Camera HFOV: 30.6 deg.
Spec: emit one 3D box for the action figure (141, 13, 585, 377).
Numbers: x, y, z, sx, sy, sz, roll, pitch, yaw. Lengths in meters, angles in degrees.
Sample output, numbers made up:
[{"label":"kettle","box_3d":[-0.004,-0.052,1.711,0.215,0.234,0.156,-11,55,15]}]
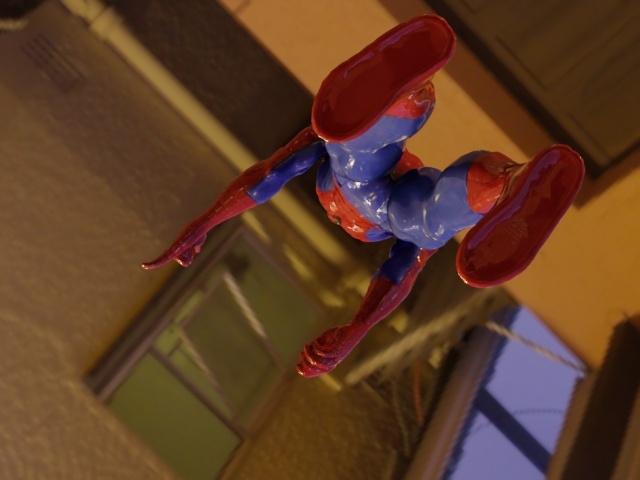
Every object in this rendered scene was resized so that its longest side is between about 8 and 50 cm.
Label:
[{"label":"action figure","box_3d":[0.000,0.000,0.466,0.139,0.091,0.280,-43,-178,0]}]
